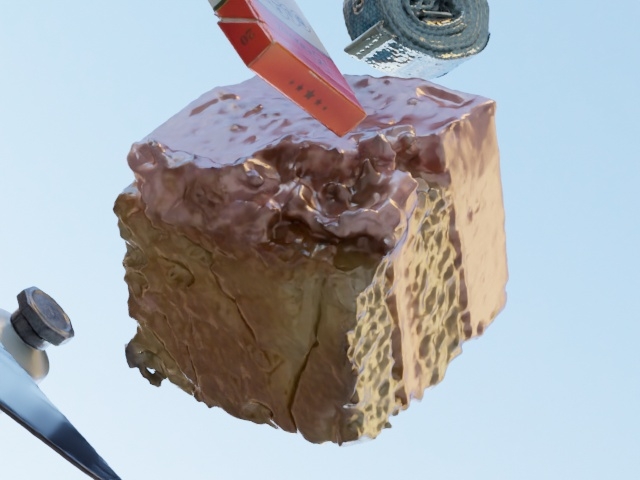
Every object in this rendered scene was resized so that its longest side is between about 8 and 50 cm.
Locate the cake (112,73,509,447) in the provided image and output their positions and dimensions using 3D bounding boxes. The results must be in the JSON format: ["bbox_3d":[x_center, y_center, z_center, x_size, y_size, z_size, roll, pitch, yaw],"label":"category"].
[{"bbox_3d":[0.000,0.000,1.333,0.314,0.307,0.293,19,-52,34],"label":"cake"}]

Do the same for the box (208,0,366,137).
[{"bbox_3d":[-0.056,-0.198,1.118,0.035,0.139,0.245,-39,-126,15],"label":"box"}]

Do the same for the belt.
[{"bbox_3d":[0.102,-0.241,1.458,0.082,0.163,0.148,-31,-130,45],"label":"belt"}]

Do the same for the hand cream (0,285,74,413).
[{"bbox_3d":[-0.269,0.130,0.861,0.271,0.091,0.058,-41,-107,10],"label":"hand cream"}]

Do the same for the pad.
[{"bbox_3d":[-0.153,-0.007,0.416,0.181,0.004,0.267,44,-9,-25],"label":"pad"}]
